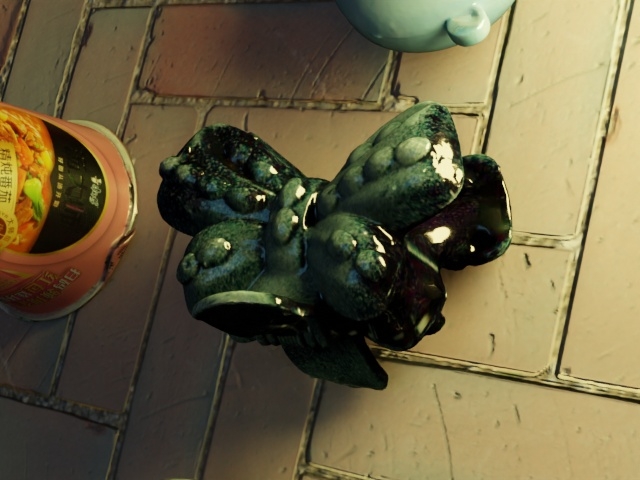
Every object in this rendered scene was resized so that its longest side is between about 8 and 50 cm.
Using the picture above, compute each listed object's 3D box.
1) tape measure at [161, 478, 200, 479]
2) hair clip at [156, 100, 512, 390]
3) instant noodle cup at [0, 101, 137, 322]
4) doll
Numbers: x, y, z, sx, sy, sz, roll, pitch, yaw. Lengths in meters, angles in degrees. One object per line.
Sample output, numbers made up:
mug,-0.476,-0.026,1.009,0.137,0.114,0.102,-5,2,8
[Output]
tape measure,-0.109,0.324,1.065,0.243,0.125,0.246,-12,69,33
hair clip,0.001,0.005,1.068,0.310,0.194,0.206,-1,62,38
instant noodle cup,-0.354,-0.051,1.287,0.244,0.255,0.244,-10,71,31
doll,0.078,-0.278,1.116,0.177,0.141,0.314,-29,54,7
